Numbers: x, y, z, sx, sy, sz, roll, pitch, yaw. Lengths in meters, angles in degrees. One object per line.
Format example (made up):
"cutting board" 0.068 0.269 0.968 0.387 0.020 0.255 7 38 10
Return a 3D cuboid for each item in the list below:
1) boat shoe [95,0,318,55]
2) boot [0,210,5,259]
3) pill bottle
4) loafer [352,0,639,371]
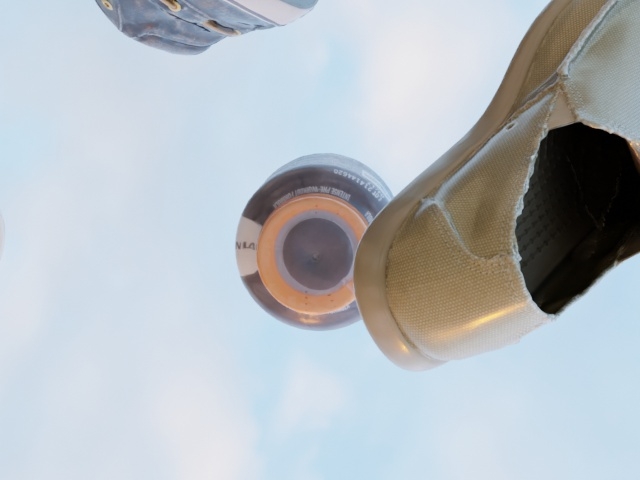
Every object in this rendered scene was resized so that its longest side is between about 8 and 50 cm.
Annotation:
"boat shoe" -0.088 -0.139 0.886 0.083 0.183 0.065 -21 -127 36
"boot" -0.295 0.029 1.431 0.190 0.069 0.086 -56 -149 19
"pill bottle" 0.000 0.000 1.529 0.245 0.130 0.130 -66 178 -85
"loafer" 0.124 -0.036 0.880 0.092 0.102 0.268 3 -136 46
